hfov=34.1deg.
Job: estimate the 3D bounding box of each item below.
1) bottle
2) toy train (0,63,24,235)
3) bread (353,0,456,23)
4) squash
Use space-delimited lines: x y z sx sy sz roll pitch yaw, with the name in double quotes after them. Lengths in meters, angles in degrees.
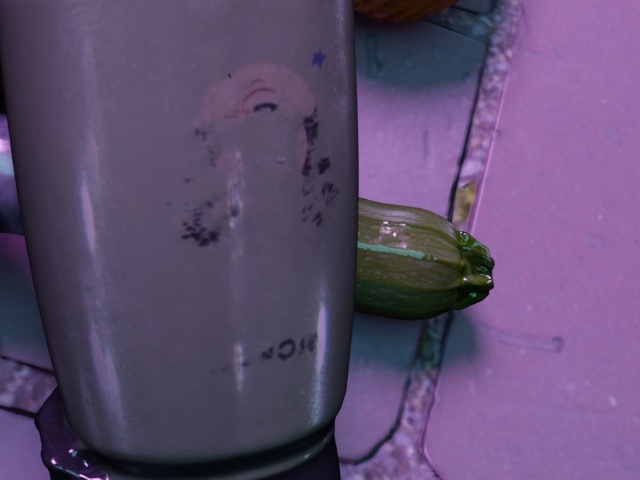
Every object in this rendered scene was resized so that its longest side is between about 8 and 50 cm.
-0.061 0.031 0.521 0.168 0.168 0.347 -5 102 -15 "bottle"
-0.293 -0.101 0.550 0.307 0.173 0.249 6 66 -12 "toy train"
0.045 -0.246 0.702 0.199 0.104 0.199 7 74 -26 "bread"
0.000 0.000 0.638 0.219 0.077 0.068 14 28 -6 "squash"
